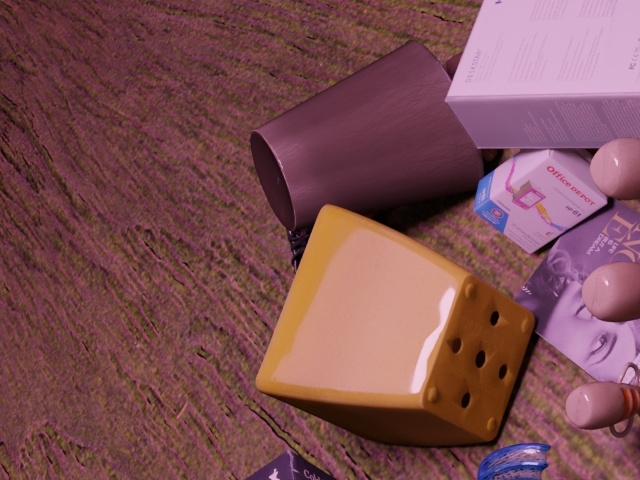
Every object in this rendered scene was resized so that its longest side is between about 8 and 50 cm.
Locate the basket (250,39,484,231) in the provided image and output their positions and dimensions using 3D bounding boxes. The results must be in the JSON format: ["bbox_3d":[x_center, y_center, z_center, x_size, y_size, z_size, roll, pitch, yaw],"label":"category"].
[{"bbox_3d":[0.044,-0.110,1.687,0.227,0.154,0.204,-21,68,-14],"label":"basket"}]

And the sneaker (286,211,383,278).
[{"bbox_3d":[0.000,0.000,1.780,0.097,0.135,0.276,-14,53,43],"label":"sneaker"}]

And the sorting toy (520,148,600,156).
[{"bbox_3d":[0.257,-0.233,1.658,0.127,0.126,0.365,-25,45,38],"label":"sorting toy"}]

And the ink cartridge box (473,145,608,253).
[{"bbox_3d":[0.238,-0.053,1.538,0.122,0.088,0.052,-39,23,41],"label":"ink cartridge box"}]

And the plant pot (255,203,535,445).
[{"bbox_3d":[0.096,0.107,1.506,0.187,0.212,0.212,12,77,43],"label":"plant pot"}]

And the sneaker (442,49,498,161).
[{"bbox_3d":[0.193,-0.176,1.743,0.071,0.066,0.188,-39,37,22],"label":"sneaker"}]

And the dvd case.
[{"bbox_3d":[0.298,0.052,1.462,0.164,0.018,0.221,-54,33,4],"label":"dvd case"}]

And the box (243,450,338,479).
[{"bbox_3d":[-0.077,0.443,1.418,0.343,0.179,0.312,-36,41,20],"label":"box"}]

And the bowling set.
[{"bbox_3d":[0.341,0.055,1.254,0.200,0.154,0.287,18,105,51],"label":"bowling set"}]

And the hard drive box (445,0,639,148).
[{"bbox_3d":[0.269,-0.190,1.466,0.232,0.089,0.181,4,59,36],"label":"hard drive box"}]

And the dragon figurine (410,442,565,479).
[{"bbox_3d":[0.195,0.243,1.316,0.289,0.144,0.085,-29,42,35],"label":"dragon figurine"}]
